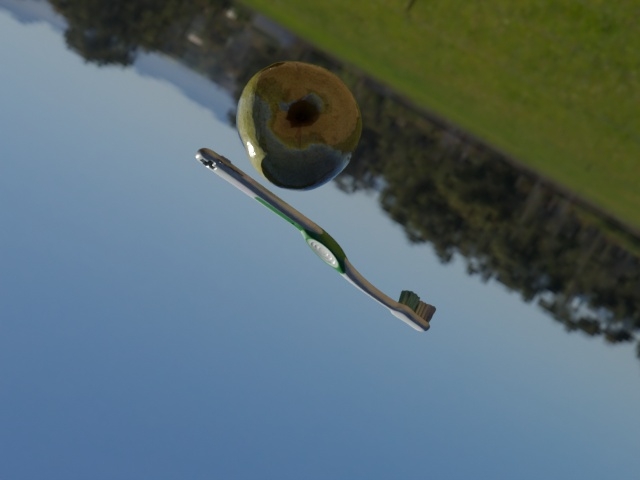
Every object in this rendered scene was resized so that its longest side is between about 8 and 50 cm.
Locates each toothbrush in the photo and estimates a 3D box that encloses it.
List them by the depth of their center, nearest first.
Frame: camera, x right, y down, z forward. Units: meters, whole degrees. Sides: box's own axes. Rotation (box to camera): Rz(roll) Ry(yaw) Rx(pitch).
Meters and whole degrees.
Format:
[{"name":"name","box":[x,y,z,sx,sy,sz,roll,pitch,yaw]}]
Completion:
[{"name":"toothbrush","box":[-0.002,0.004,1.836,0.418,0.040,0.042,35,155,-26]}]

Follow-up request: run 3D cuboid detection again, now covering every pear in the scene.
[{"name":"pear","box":[-0.029,-0.149,1.799,0.167,0.167,0.136,30,177,-1]}]
